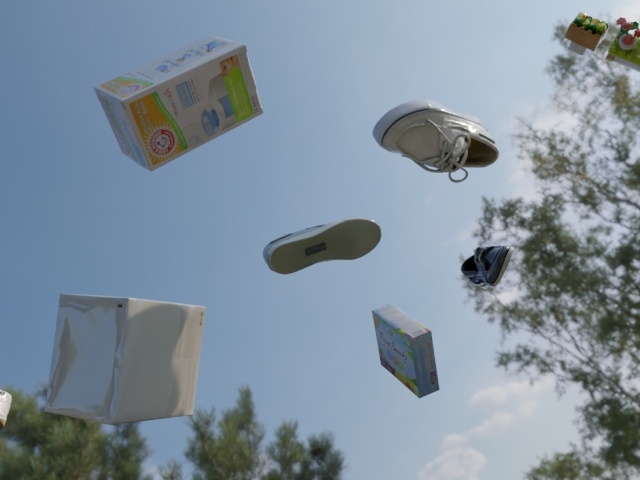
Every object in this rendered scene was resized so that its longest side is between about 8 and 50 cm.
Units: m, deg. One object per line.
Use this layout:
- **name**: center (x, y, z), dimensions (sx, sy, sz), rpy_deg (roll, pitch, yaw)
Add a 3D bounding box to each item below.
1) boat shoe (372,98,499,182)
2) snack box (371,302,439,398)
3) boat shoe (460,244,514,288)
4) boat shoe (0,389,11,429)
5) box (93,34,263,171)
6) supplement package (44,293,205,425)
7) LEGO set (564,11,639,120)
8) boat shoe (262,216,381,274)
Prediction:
- **boat shoe**: center (0.279, -0.203, 1.450), dimensions (0.367, 0.156, 0.136), rpy_deg (1, -43, -45)
- **snack box**: center (0.218, 0.280, 1.692), dimensions (0.070, 0.207, 0.174), rpy_deg (-18, -68, -19)
- **boat shoe**: center (0.313, 0.046, 1.245), dimensions (0.075, 0.065, 0.206), rpy_deg (-62, -7, -11)
- **boat shoe**: center (-0.724, 0.269, 1.259), dimensions (0.098, 0.096, 0.277), rpy_deg (-29, -57, 20)
- **box**: center (-0.204, -0.204, 0.955), dimensions (0.203, 0.103, 0.114), rpy_deg (-33, -51, -25)
- **supplement package**: center (-0.319, 0.194, 1.093), dimensions (0.203, 0.149, 0.194), rpy_deg (21, -107, -63)
- **LEGO set**: center (0.445, -0.216, 0.855), dimensions (0.132, 0.287, 0.107), rpy_deg (-26, -15, 9)
- **boat shoe**: center (0.000, 0.001, 1.212), dimensions (0.227, 0.081, 0.079), rpy_deg (-15, -70, -19)
